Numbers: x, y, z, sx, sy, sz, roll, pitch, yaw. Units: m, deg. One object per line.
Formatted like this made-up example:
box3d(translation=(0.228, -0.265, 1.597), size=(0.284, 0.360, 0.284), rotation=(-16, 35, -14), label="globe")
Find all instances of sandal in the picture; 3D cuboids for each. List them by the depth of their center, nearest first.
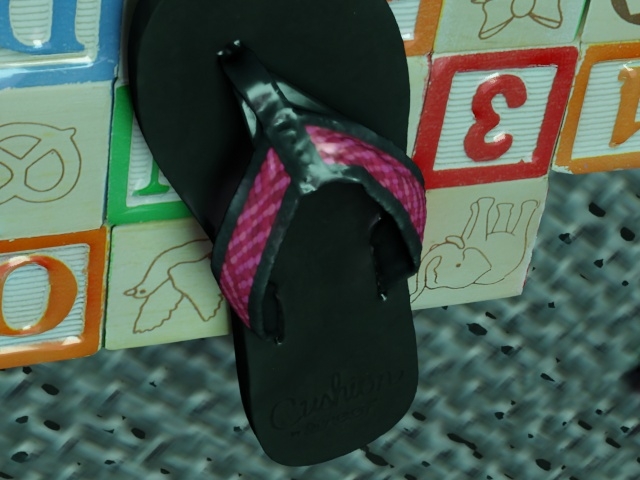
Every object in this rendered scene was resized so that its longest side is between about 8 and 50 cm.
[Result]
box3d(translation=(0.000, 0.000, 0.459), size=(0.067, 0.040, 0.179), rotation=(-21, 133, -9), label="sandal")

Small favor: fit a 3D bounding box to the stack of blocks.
box3d(translation=(0.034, -0.074, 0.506), size=(0.297, 0.087, 0.171), rotation=(-8, 129, -21), label="stack of blocks")
